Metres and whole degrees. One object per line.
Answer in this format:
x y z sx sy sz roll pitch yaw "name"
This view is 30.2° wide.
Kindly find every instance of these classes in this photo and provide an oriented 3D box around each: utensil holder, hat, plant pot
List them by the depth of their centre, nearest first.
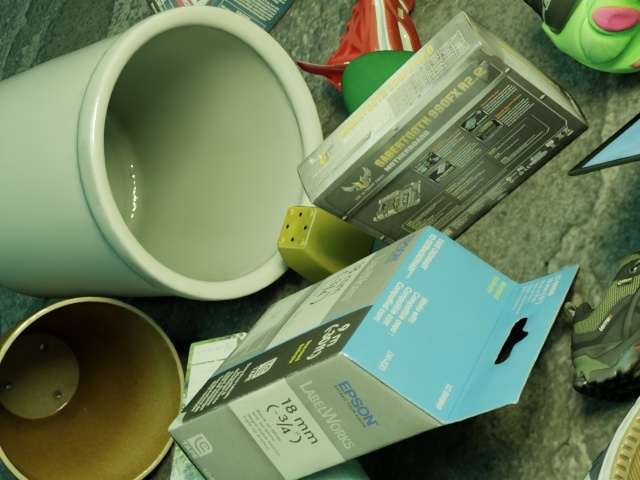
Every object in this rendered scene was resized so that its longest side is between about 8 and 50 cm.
0.054 -0.194 1.260 0.208 0.173 0.183 -37 73 23 "hat"
0.000 0.000 1.324 0.081 0.083 0.081 4 73 48 "plant pot"
-0.242 -0.086 1.445 0.385 0.327 0.327 -5 66 46 "utensil holder"
-0.324 0.183 1.489 0.254 0.237 0.237 1 70 63 "plant pot"

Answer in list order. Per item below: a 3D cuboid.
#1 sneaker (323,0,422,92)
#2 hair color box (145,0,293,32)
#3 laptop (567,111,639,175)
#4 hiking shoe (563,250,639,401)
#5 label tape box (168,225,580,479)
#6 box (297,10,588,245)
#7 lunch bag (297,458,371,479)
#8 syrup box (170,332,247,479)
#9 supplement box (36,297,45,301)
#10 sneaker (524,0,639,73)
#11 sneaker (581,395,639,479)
0.046 -0.262 1.420 0.128 0.087 0.221 -27 50 33 "sneaker"
-0.084 -0.406 1.622 0.347 0.105 0.174 -48 42 16 "hair color box"
0.331 -0.180 0.928 0.136 0.234 0.264 26 130 26 "laptop"
0.295 0.045 0.983 0.227 0.086 0.114 -32 52 33 "hiking shoe"
0.050 0.097 1.108 0.334 0.106 0.240 -28 13 34 "label tape box"
0.120 -0.093 1.171 0.231 0.183 0.056 -43 44 23 "box"
0.010 0.355 1.063 0.262 0.160 0.223 -56 39 17 "lunch bag"
-0.094 0.228 1.288 0.093 0.096 0.237 -15 61 43 "syrup box"
-0.386 -0.029 1.757 0.233 0.078 0.080 -55 40 8 "supplement box"
0.339 -0.396 1.105 0.483 0.185 0.202 -56 44 6 "sneaker"
0.214 0.243 0.950 0.153 0.099 0.282 -29 31 60 "sneaker"
